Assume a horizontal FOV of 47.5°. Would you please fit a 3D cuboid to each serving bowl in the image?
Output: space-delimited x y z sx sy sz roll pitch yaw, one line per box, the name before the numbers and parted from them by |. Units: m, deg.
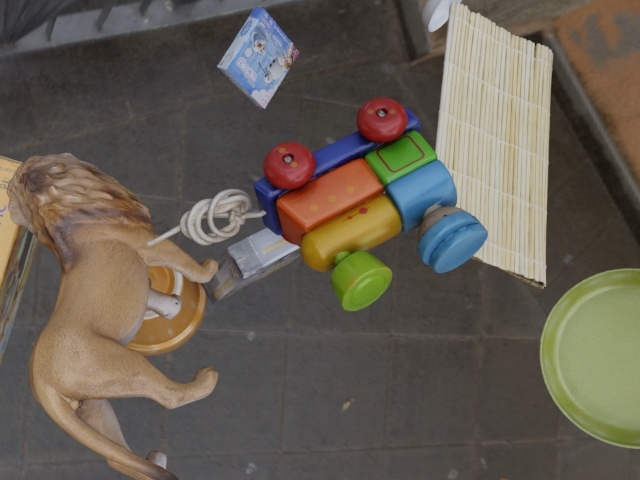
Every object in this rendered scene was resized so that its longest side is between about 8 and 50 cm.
serving bowl | 0.169 -0.335 1.020 0.027 0.083 0.083 42 71 13

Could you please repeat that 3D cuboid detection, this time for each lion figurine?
lion figurine | -0.237 0.073 0.783 0.142 0.392 0.240 -41 128 22

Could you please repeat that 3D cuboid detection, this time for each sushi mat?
sushi mat | 0.194 -0.114 0.804 0.151 0.019 0.317 18 65 -18

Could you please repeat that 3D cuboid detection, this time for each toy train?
toy train | 0.000 0.000 0.589 0.248 0.105 0.143 -28 58 -11

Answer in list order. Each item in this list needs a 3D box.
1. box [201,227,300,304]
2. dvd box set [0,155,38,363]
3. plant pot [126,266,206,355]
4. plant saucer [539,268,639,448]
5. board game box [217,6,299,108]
box | -0.092 0.024 1.212 0.183 0.231 0.056 -29 86 -25
dvd box set | -0.498 0.089 1.098 0.062 0.307 0.420 17 86 -14
plant pot | -0.302 0.089 1.273 0.205 0.188 0.205 2 74 -8
plant saucer | 0.427 0.160 0.999 0.241 0.037 0.241 -3 80 19
board game box | -0.075 -0.227 0.910 0.090 0.020 0.090 -59 144 -5
